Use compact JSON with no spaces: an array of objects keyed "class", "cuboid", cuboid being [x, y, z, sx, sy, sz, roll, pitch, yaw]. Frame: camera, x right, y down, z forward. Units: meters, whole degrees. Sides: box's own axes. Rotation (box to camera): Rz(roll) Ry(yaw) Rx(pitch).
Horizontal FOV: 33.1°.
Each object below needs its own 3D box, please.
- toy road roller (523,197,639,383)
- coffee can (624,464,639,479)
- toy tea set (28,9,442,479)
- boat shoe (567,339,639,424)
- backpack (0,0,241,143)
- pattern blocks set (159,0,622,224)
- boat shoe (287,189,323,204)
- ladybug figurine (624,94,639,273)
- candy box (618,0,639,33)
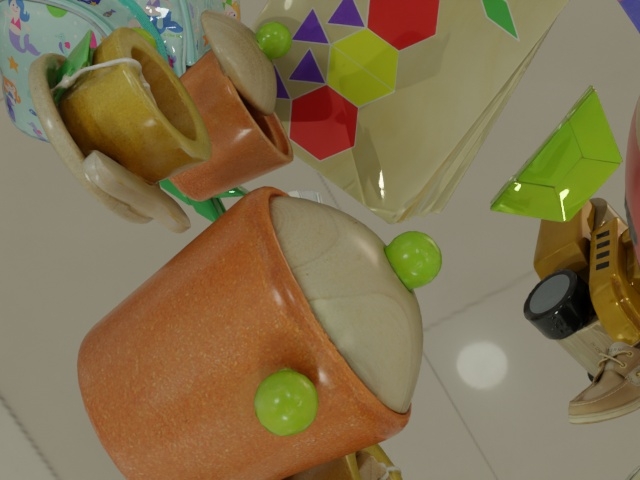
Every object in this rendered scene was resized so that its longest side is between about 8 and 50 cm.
[{"class":"toy road roller","cuboid":[0.455,0.049,1.552,0.202,0.329,0.240,43,125,-17]},{"class":"coffee can","cuboid":[0.492,0.330,1.249,0.201,0.275,0.202,4,71,-12]},{"class":"toy tea set","cuboid":[-0.017,-0.010,0.467,0.124,0.336,0.200,-31,141,12]},{"class":"boat shoe","cuboid":[0.295,0.125,1.040,0.170,0.063,0.059,-22,94,-33]},{"class":"backpack","cuboid":[-0.189,-0.199,1.005,0.225,0.191,0.254,21,129,22]},{"class":"pattern blocks set","cuboid":[0.044,-0.116,0.607,0.285,0.026,0.325,44,108,-4]},{"class":"boat shoe","cuboid":[0.000,0.000,1.605,0.063,0.184,0.066,-11,141,-13]},{"class":"ladybug figurine","cuboid":[0.368,0.006,0.868,0.162,0.305,0.449,-38,131,-10]},{"class":"candy box","cuboid":[0.479,-0.391,1.174,0.268,0.317,0.122,-12,139,46]}]
